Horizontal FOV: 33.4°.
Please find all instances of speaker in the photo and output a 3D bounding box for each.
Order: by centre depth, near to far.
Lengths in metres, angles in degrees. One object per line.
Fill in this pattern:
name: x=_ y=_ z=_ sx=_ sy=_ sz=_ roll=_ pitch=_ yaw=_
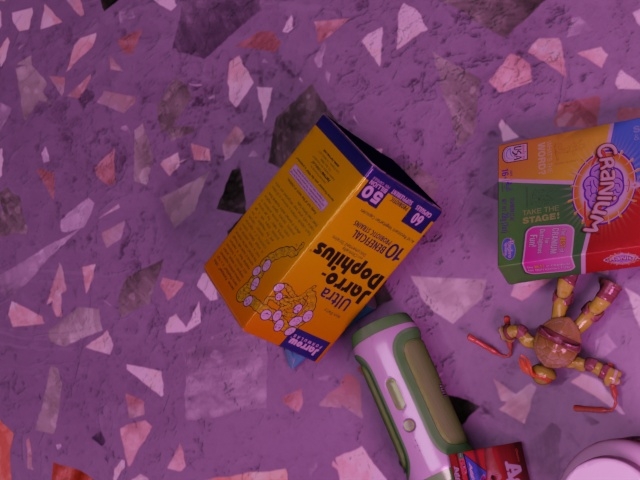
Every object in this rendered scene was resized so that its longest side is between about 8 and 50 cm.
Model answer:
speaker: x=0.158 y=0.277 z=1.807 sx=0.131 sy=0.131 sz=0.297 roll=-30 pitch=71 yaw=20

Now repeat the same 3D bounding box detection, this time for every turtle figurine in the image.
turtle figurine: x=0.382 y=0.145 z=1.737 sx=0.269 sy=0.087 sz=0.217 roll=26 pitch=94 yaw=27

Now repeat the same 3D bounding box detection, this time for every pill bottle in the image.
pill bottle: x=0.444 y=0.375 z=1.544 sx=0.176 sy=0.318 sz=0.176 roll=-4 pitch=80 yaw=25

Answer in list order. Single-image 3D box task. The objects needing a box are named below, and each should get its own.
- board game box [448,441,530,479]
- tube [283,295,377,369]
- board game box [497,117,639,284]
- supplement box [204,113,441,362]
board game box: x=0.295 y=0.472 z=1.706 sx=0.027 sy=0.145 sz=0.281 roll=-28 pitch=69 yaw=50
tube: x=0.008 y=0.153 z=1.947 sx=0.207 sy=0.052 sz=0.080 roll=-34 pitch=60 yaw=24
board game box: x=0.444 y=-0.069 z=1.706 sx=0.316 sy=0.064 sz=0.242 roll=-10 pitch=57 yaw=25
supplement box: x=0.000 y=0.000 z=1.858 sx=0.356 sy=0.194 sz=0.195 roll=-51 pitch=41 yaw=12
